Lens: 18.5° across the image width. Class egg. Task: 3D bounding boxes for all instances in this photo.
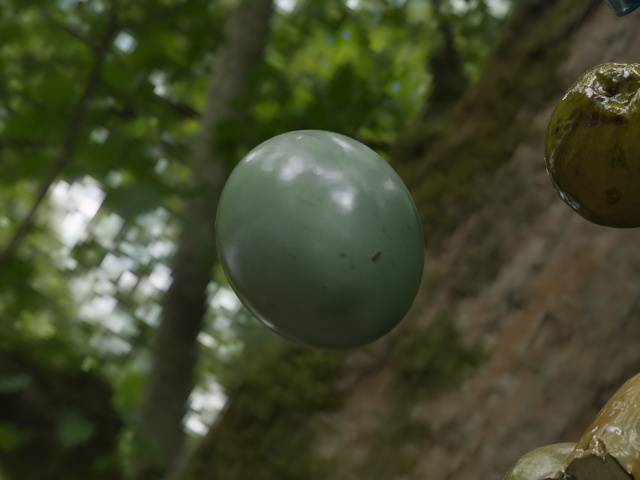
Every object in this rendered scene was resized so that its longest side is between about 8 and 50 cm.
[{"bbox_3d":[0.000,0.000,1.448,0.149,0.149,0.192,40,15,-38],"label":"egg"}]

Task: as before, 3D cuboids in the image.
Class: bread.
[{"bbox_3d":[0.255,0.183,1.503,0.134,0.173,0.085,47,-50,6],"label":"bread"}]

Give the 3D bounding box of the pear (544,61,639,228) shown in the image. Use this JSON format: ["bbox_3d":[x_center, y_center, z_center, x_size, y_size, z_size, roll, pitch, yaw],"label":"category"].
[{"bbox_3d":[0.287,-0.089,1.874,0.149,0.149,0.162,24,-40,30],"label":"pear"}]

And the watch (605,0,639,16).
[{"bbox_3d":[0.244,-0.296,1.322,0.241,0.274,0.305,43,5,-1],"label":"watch"}]

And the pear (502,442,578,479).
[{"bbox_3d":[0.221,0.262,1.773,0.136,0.167,0.167,29,-9,46],"label":"pear"}]
